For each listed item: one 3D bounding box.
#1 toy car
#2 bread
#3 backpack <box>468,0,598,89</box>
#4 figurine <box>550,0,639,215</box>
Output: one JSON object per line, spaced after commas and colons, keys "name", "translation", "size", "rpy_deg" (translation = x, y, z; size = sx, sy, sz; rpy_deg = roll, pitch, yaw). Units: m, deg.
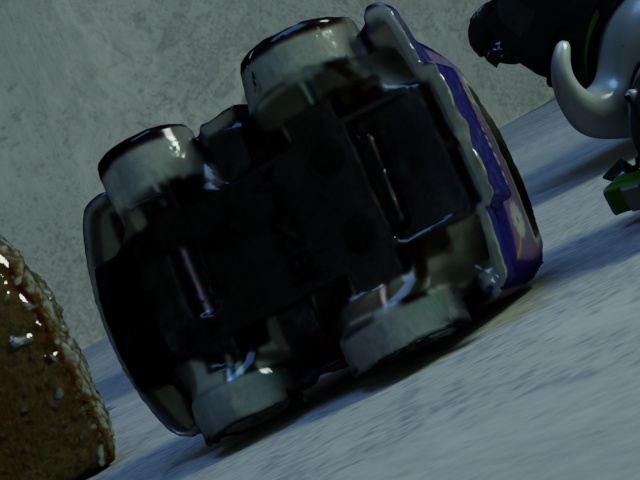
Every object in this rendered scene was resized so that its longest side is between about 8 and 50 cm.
{"name": "toy car", "translation": [0.000, 0.000, 0.980], "size": [0.235, 0.172, 0.158], "rpy_deg": [-28, -14, 23]}
{"name": "bread", "translation": [-0.241, 0.094, 1.306], "size": [0.113, 0.165, 0.416], "rpy_deg": [-29, 4, -14]}
{"name": "backpack", "translation": [0.331, -0.247, 1.502], "size": [0.445, 0.255, 0.363], "rpy_deg": [-30, -3, -13]}
{"name": "figurine", "translation": [0.191, -0.090, 0.985], "size": [0.126, 0.147, 0.192], "rpy_deg": [-17, 29, 15]}
